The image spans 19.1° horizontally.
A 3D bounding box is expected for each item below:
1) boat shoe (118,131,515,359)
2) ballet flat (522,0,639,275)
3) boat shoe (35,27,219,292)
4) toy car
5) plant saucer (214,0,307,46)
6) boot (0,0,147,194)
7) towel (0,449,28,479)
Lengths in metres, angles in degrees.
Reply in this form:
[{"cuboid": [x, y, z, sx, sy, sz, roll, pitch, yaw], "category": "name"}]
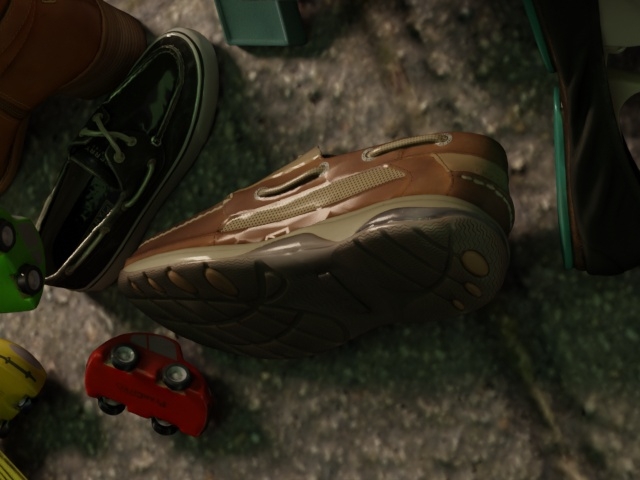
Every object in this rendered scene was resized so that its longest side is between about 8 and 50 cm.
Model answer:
[{"cuboid": [0.000, 0.000, 1.315, 0.324, 0.123, 0.116, -9, 47, 35], "category": "boat shoe"}, {"cuboid": [0.177, -0.110, 1.188, 0.096, 0.095, 0.280, -10, 118, 9], "category": "ballet flat"}, {"cuboid": [-0.147, -0.059, 1.408, 0.078, 0.070, 0.219, 31, 100, 26], "category": "boat shoe"}, {"cuboid": [-0.206, 0.051, 1.381, 0.239, 0.053, 0.225, -5, 127, 28], "category": "toy car"}, {"cuboid": [-0.062, -0.220, 1.343, 0.067, 0.018, 0.192, 4, 125, 28], "category": "plant saucer"}, {"cuboid": [-0.286, -0.105, 1.400, 0.283, 0.220, 0.109, -26, 74, 23], "category": "boot"}, {"cuboid": [-0.235, 0.207, 1.424, 0.237, 0.021, 0.102, 43, 141, 22], "category": "towel"}]
